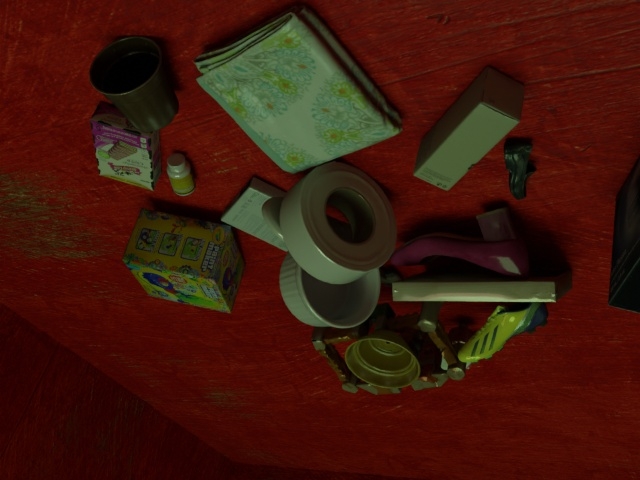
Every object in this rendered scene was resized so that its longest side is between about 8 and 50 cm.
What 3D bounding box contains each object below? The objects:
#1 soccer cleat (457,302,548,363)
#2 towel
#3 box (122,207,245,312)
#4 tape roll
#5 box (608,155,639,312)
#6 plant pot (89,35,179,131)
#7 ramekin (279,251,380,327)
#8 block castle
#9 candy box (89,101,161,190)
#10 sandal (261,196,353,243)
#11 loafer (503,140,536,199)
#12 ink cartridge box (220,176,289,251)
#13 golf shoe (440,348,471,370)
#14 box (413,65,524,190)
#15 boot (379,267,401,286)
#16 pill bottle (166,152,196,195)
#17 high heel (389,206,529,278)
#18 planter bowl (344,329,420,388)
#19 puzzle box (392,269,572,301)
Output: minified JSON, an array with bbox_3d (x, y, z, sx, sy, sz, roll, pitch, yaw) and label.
[{"bbox_3d":[0.505,0.244,2.062,0.289,0.093,0.121,-33,106,11],"label":"soccer cleat"},{"bbox_3d":[-0.053,-0.309,1.573,0.320,0.090,0.374,-13,137,40],"label":"towel"},{"bbox_3d":[-0.398,0.065,2.179,0.279,0.177,0.290,11,156,9],"label":"box"},{"bbox_3d":[0.045,-0.043,1.748,0.286,0.286,0.100,30,146,-20],"label":"tape roll"},{"bbox_3d":[0.705,-0.041,1.432,0.183,0.294,0.296,14,147,9],"label":"box"},{"bbox_3d":[-0.405,-0.342,1.634,0.167,0.167,0.165,6,154,17],"label":"plant pot"},{"bbox_3d":[0.020,0.111,2.009,0.277,0.277,0.135,34,151,-25],"label":"ramekin"},{"bbox_3d":[0.225,0.292,2.245,0.453,0.213,0.303,-15,124,31],"label":"block castle"},{"bbox_3d":[-0.505,-0.242,1.899,0.159,0.071,0.233,16,148,1],"label":"candy box"},{"bbox_3d":[0.003,0.012,1.866,0.416,0.169,0.102,20,130,-39],"label":"sandal"},{"bbox_3d":[0.447,-0.151,1.606,0.061,0.062,0.170,-3,144,21],"label":"loafer"},{"bbox_3d":[-0.136,-0.067,2.013,0.224,0.045,0.223,27,147,-17],"label":"ink cartridge box"},{"bbox_3d":[0.397,0.376,2.377,0.140,0.115,0.306,30,145,-13],"label":"golf shoe"},{"bbox_3d":[0.304,-0.226,1.513,0.094,0.113,0.275,24,148,-12],"label":"box"},{"bbox_3d":[0.181,0.109,2.140,0.118,0.042,0.087,9,155,26],"label":"boot"},{"bbox_3d":[-0.375,-0.178,1.939,0.065,0.065,0.116,11,148,10],"label":"pill bottle"},{"bbox_3d":[0.340,0.056,1.834,0.127,0.181,0.377,-10,170,-45],"label":"high heel"},{"bbox_3d":[0.185,0.320,2.072,0.217,0.090,0.217,11,135,11],"label":"planter bowl"},{"bbox_3d":[0.422,0.116,1.875,0.409,0.052,0.272,-2,-177,28],"label":"puzzle box"}]
